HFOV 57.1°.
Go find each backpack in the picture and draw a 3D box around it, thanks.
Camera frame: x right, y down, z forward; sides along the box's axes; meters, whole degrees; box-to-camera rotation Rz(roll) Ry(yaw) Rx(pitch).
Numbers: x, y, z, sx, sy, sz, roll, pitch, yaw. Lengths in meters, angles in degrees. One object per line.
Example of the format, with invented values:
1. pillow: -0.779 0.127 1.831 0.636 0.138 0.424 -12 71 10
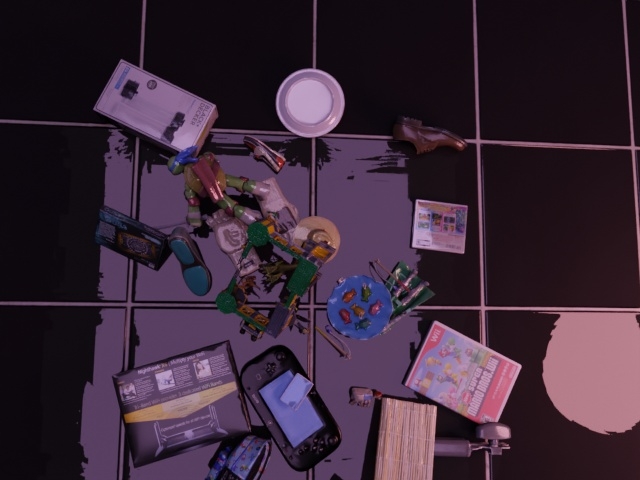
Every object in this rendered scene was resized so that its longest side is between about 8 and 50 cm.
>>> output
1. backpack: -0.201 0.574 1.502 0.116 0.158 0.173 27 82 14

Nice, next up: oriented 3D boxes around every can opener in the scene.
1. can opener: 0.381 0.543 1.616 0.283 0.076 0.095 3 79 -4

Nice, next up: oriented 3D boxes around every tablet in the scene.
1. tablet: -0.063 0.399 1.553 0.054 0.006 0.083 36 77 -3

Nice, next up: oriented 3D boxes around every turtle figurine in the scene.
1. turtle figurine: -0.289 -0.129 1.575 0.266 0.275 0.198 24 38 -13

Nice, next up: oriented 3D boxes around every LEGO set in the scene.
1. LEGO set: -0.110 0.087 1.560 0.255 0.192 0.331 23 110 11

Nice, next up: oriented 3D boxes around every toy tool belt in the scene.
1. toy tool belt: 0.124 0.436 1.618 0.083 0.052 0.051 7 113 -3

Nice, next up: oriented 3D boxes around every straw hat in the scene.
1. straw hat: 0.000 0.000 1.629 0.144 0.061 0.145 0 91 -22

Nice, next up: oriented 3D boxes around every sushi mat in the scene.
1. sushi mat: 0.221 0.585 1.546 0.151 0.019 0.317 7 72 2

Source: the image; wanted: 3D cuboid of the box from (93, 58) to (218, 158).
1. box: -0.451 -0.356 1.632 0.290 0.087 0.169 27 81 -3

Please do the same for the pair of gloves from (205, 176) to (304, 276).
1. pair of gloves: -0.176 -0.039 1.645 0.240 0.042 0.204 -34 91 -8

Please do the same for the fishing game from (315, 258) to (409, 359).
1. fishing game: 0.106 0.179 1.618 0.264 0.041 0.189 -45 66 -1

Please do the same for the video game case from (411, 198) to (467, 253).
1. video game case: 0.347 -0.041 1.716 0.157 0.019 0.143 7 81 -5

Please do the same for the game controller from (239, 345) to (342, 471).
1. game controller: -0.080 0.447 1.568 0.166 0.067 0.319 -31 86 -28

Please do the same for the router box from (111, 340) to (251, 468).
1. router box: -0.360 0.424 1.542 0.308 0.081 0.243 -15 85 -8

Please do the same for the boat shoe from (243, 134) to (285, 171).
1. boat shoe: -0.165 -0.249 1.672 0.137 0.049 0.043 33 82 -6

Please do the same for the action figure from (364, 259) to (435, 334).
1. action figure: 0.201 0.183 1.650 0.137 0.063 0.232 44 81 3

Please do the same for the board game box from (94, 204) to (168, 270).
1. board game box: -0.507 -0.006 1.568 0.186 0.126 0.026 26 39 -3

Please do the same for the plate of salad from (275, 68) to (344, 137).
1. plate of salad: -0.030 -0.397 1.706 0.199 0.048 0.200 0 90 1

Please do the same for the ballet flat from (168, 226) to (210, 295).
1. ballet flat: -0.344 0.053 1.573 0.072 0.068 0.213 -11 128 6

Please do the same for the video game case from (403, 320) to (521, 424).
1. video game case: 0.403 0.381 1.664 0.285 0.025 0.204 27 81 -2

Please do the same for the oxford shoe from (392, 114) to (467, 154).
1. oxford shoe: 0.318 -0.293 1.725 0.227 0.083 0.096 15 99 -4
